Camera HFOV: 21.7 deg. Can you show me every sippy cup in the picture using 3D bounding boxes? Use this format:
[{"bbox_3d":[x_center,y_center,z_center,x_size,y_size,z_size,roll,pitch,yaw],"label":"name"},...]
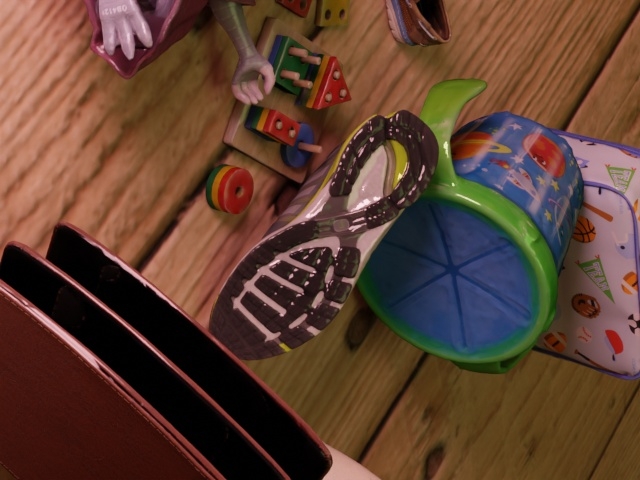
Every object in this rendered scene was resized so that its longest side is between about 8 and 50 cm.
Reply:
[{"bbox_3d":[0.181,-0.020,1.845,0.224,0.240,0.305,-51,170,-45],"label":"sippy cup"}]

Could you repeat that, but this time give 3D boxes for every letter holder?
[{"bbox_3d":[-0.143,0.119,1.303,0.152,0.302,0.214,-43,169,-37],"label":"letter holder"}]

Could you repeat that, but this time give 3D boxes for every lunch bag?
[{"bbox_3d":[0.324,0.021,2.021,0.115,0.243,0.303,-41,132,-38],"label":"lunch bag"}]

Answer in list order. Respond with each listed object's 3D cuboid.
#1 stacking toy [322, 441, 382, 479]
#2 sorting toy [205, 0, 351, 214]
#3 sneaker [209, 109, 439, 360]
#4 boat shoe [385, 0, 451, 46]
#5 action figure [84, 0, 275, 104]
[{"bbox_3d":[-0.121,0.428,1.579,0.351,0.351,0.480,3,118,-55],"label":"stacking toy"},{"bbox_3d":[-0.019,-0.143,1.656,0.132,0.046,0.274,28,79,-55],"label":"sorting toy"},{"bbox_3d":[0.000,0.000,1.678,0.111,0.121,0.300,44,82,-7],"label":"sneaker"},{"bbox_3d":[0.098,-0.282,1.748,0.066,0.066,0.183,-54,140,-28],"label":"boat shoe"},{"bbox_3d":[-0.090,-0.273,1.450,0.275,0.248,0.370,53,31,2],"label":"action figure"}]
